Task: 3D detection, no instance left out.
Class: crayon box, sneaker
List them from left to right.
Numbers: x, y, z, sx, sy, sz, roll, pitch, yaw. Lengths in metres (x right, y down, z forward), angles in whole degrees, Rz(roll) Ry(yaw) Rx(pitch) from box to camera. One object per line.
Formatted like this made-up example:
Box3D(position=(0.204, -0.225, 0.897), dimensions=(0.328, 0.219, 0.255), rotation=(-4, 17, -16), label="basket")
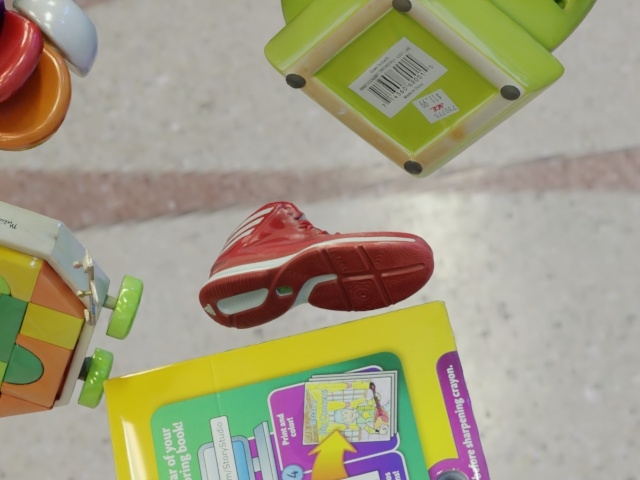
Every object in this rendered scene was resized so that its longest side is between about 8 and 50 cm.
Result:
Box3D(position=(-0.002, 0.258, 1.676), dimensions=(0.313, 0.106, 0.363), rotation=(-14, 57, 3), label="crayon box")
Box3D(position=(0.000, 0.000, 1.796), dimensions=(0.221, 0.087, 0.128), rotation=(-8, 40, 17), label="sneaker")

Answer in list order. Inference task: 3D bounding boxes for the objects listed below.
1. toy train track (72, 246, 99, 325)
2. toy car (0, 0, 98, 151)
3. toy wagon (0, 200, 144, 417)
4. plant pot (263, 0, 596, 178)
Box3D(position=(-0.171, 0.037, 1.439), dimensions=(0.014, 0.083, 0.048), rotation=(-9, 58, -10), label="toy train track")
Box3D(position=(-0.253, -0.138, 1.417), dimensions=(0.159, 0.182, 0.136), rotation=(-47, 12, -6), label="toy car")
Box3D(position=(-0.314, 0.080, 1.770), dimensions=(0.267, 0.344, 0.068), rotation=(19, 50, -7), label="toy wagon")
Box3D(position=(0.094, -0.203, 1.756), dimensions=(0.228, 0.227, 0.207), rotation=(-36, 24, 42), label="plant pot")
